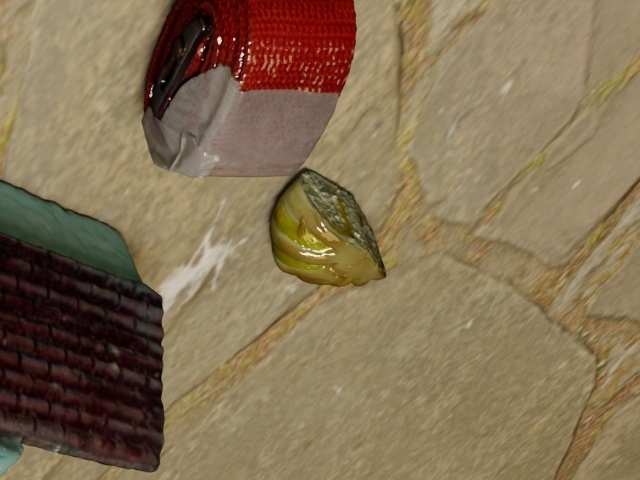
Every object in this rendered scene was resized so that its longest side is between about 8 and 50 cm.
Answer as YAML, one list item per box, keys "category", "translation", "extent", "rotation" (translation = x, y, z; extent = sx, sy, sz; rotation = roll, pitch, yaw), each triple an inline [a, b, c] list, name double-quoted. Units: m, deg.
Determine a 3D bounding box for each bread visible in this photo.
- category: "bread"
  translation: [0.000, 0.000, 1.661]
  extent: [0.094, 0.083, 0.157]
  rotation: [-17, 147, 6]

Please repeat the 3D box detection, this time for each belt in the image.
- category: "belt"
  translation: [-0.067, -0.133, 1.390]
  extent: [0.124, 0.128, 0.201]
  rotation: [-1, 139, -32]

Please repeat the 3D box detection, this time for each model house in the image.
- category: "model house"
  translation: [-0.263, 0.117, 1.474]
  extent: [0.230, 0.249, 0.280]
  rotation: [-42, 143, 21]
